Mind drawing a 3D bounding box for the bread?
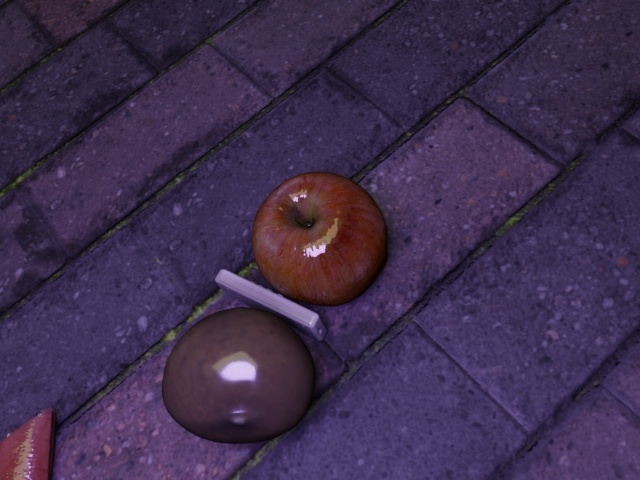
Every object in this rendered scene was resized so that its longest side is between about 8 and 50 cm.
[{"bbox_3d":[-0.462,0.361,0.904,0.119,0.067,0.192,-12,62,5],"label":"bread"}]

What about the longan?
[{"bbox_3d":[-0.113,0.192,0.857,0.220,0.196,0.197,-6,63,16],"label":"longan"}]

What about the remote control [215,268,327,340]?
[{"bbox_3d":[-0.080,0.101,0.951,0.190,0.087,0.029,23,71,21],"label":"remote control"}]

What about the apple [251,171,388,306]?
[{"bbox_3d":[0.000,0.000,0.931,0.211,0.188,0.211,-6,60,10],"label":"apple"}]
